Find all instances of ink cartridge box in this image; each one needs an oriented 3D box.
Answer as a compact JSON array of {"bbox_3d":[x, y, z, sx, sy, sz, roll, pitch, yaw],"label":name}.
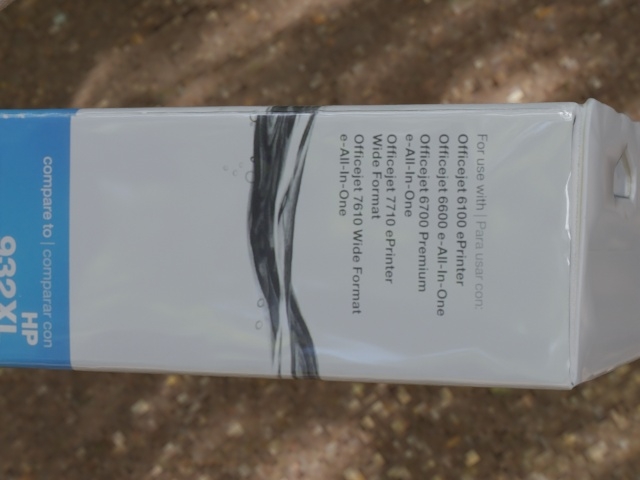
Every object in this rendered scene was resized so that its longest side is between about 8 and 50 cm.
[{"bbox_3d":[0.000,0.000,0.842,0.308,0.129,0.223,1,0,19],"label":"ink cartridge box"}]

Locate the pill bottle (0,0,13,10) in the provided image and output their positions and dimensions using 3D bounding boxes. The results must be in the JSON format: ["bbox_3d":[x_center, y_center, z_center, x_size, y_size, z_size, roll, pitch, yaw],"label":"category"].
[{"bbox_3d":[-0.267,-0.350,1.043,0.224,0.392,0.224,-38,12,9],"label":"pill bottle"}]
